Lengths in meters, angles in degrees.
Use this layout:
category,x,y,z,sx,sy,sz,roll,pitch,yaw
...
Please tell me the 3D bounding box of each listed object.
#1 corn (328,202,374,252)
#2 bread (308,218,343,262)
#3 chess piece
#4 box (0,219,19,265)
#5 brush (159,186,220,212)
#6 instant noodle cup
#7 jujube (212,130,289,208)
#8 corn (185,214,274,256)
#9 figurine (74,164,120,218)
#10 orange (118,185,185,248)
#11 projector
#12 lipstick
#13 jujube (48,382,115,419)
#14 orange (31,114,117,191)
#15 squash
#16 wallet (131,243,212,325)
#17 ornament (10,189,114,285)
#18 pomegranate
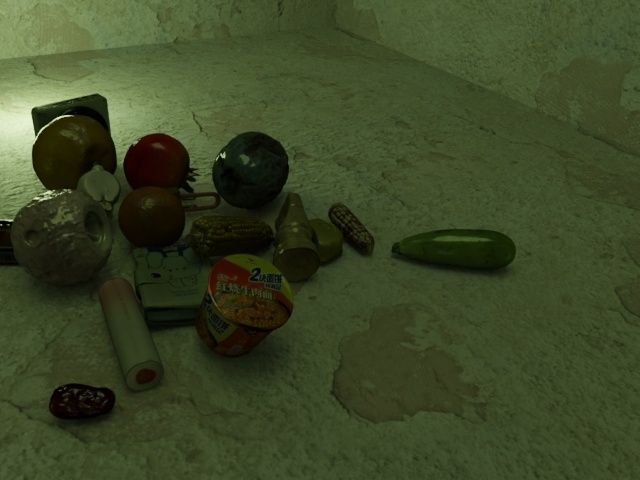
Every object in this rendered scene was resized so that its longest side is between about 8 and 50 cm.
category,x,y,z,sx,sy,sz,roll,pitch,yaw
corn,0.100,-0.038,1.921,0.079,0.080,0.237,-14,40,-26
bread,0.010,0.001,1.838,0.125,0.086,0.156,-2,35,-21
chess piece,-0.083,-0.021,1.790,0.137,0.137,0.301,-1,39,-8
box,-0.917,0.003,1.733,0.239,0.071,0.159,0,35,-8
brush,-0.439,-0.123,1.959,0.233,0.103,0.047,-8,30,-20
instant noodle cup,-0.191,0.165,1.426,0.213,0.174,0.213,19,44,-19
jujube,-0.231,-0.238,2.051,0.246,0.215,0.308,35,31,6
corn,-0.257,-0.013,1.748,0.119,0.119,0.321,29,17,33
figurine,-0.702,-0.113,1.883,0.127,0.235,0.155,-19,79,-37
orange,-0.494,-0.065,1.777,0.205,0.206,0.206,3,33,-2
projector,-0.860,-0.363,2.131,0.079,0.259,0.257,30,41,32
lipstick,-0.456,0.213,1.443,0.087,0.087,0.327,-12,36,-24
jujube,-0.496,0.334,1.266,0.129,0.077,0.077,1,32,-15
orange,-0.794,-0.271,1.981,0.235,0.279,0.279,17,35,18
squash,0.401,0.019,1.830,0.370,0.119,0.118,5,33,4
wallet,-0.383,0.108,1.628,0.223,0.077,0.310,-5,32,-20
ornament,-0.688,-0.007,1.610,0.224,0.260,0.259,-14,32,7
pomegranate,-0.530,-0.240,2.041,0.256,0.221,0.221,27,30,-14
